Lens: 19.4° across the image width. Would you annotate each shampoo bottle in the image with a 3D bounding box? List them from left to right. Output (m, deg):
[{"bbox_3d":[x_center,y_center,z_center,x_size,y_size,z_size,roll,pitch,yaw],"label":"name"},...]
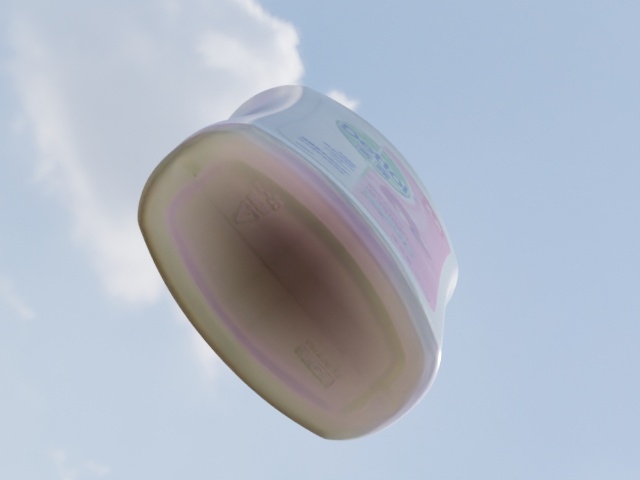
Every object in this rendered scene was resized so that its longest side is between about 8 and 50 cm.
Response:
[{"bbox_3d":[0.000,0.000,0.422,0.072,0.043,0.099,50,14,-3],"label":"shampoo bottle"}]
